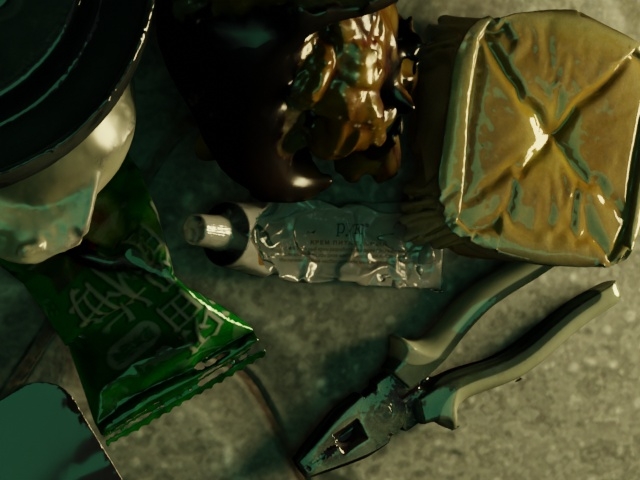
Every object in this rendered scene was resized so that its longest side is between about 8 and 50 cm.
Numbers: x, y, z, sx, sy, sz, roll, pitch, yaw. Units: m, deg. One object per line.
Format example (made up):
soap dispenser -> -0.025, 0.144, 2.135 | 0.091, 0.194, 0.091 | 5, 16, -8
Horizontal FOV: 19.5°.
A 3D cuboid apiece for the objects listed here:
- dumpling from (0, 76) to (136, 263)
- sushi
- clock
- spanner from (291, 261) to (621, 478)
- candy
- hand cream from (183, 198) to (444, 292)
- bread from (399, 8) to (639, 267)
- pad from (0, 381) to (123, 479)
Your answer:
dumpling -> -0.230, -0.108, 1.364 | 0.193, 0.147, 0.258 | 21, 60, -18
sushi -> -0.018, -0.154, 1.428 | 0.200, 0.204, 0.213 | -2, 57, 5
clock -> -0.268, -0.182, 1.276 | 0.318, 0.066, 0.319 | 0, 79, -2
spanner -> 0.113, 0.102, 1.568 | 0.324, 0.040, 0.096 | -33, 104, -15
candy -> -0.154, 0.041, 1.448 | 0.141, 0.078, 0.203 | -31, 96, 3
hand cream -> -0.002, 0.000, 1.504 | 0.257, 0.050, 0.084 | 1, 91, -37
bread -> 0.169, -0.083, 1.525 | 0.192, 0.110, 0.210 | 7, 84, -16
pad -> -0.278, 0.245, 1.465 | 0.267, 0.004, 0.181 | -32, 105, -13
